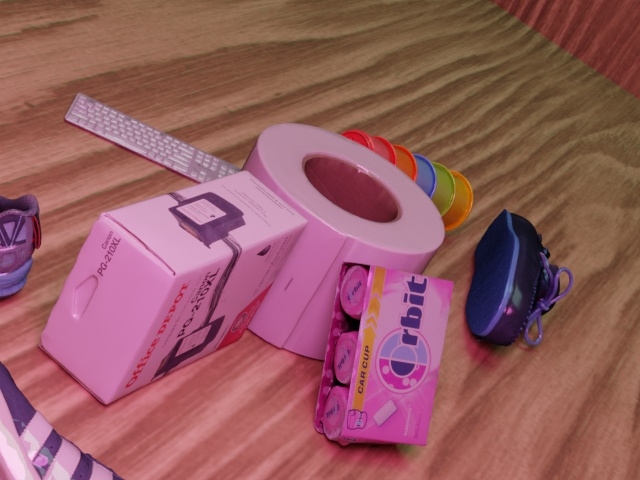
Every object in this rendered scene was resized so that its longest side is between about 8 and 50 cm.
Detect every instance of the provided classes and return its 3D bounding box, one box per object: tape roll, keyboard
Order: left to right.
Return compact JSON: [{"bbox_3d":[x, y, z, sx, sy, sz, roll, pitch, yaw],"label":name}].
[{"bbox_3d":[-0.209,-0.121,1.561,0.256,0.014,0.072,25,28,-11],"label":"keyboard"},{"bbox_3d":[0.000,0.000,1.394,0.246,0.169,0.246,23,29,-14],"label":"tape roll"}]

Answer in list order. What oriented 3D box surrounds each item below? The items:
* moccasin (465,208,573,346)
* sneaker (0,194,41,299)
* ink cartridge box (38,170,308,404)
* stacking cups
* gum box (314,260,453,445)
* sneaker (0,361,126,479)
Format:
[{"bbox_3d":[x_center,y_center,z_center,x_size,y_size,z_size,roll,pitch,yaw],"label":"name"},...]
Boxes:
[{"bbox_3d":[0.283,0.049,1.631,0.117,0.137,0.342,34,28,-4],"label":"moccasin"},{"bbox_3d":[-0.387,-0.054,1.148,0.262,0.125,0.104,26,27,-8],"label":"sneaker"},{"bbox_3d":[-0.141,0.041,1.179,0.100,0.172,0.237,39,28,16],"label":"ink cartridge box"},{"bbox_3d":[0.106,-0.078,1.628,0.096,0.096,0.316,46,16,27],"label":"stacking cups"},{"bbox_3d":[0.066,0.124,1.250,0.107,0.188,0.062,12,-4,-30],"label":"gum box"},{"bbox_3d":[-0.206,0.201,0.916,0.148,0.131,0.350,2,43,-54],"label":"sneaker"}]
